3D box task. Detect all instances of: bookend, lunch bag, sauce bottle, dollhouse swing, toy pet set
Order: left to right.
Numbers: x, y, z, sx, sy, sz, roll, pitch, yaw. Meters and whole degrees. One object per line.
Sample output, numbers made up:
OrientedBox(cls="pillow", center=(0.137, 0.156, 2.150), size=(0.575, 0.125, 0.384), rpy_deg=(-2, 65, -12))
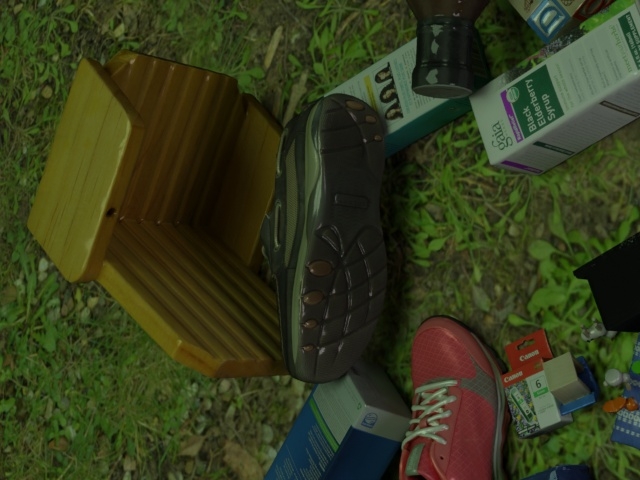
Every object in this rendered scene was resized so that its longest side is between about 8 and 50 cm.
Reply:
OrientedBox(cls="dollhouse swing", center=(-0.125, -0.032, 1.817), size=(0.305, 0.347, 0.315), rpy_deg=(26, 101, 33))
OrientedBox(cls="sauce bottle", center=(0.148, -0.336, 1.639), size=(0.111, 0.111, 0.344), rpy_deg=(-4, 80, 43))
OrientedBox(cls="lunch bag", center=(0.254, 0.290, 1.589), size=(0.098, 0.067, 0.065), rpy_deg=(-29, 64, 38))
OrientedBox(cls="toy pet set", center=(0.307, 0.151, 1.570), size=(0.114, 0.065, 0.122), rpy_deg=(-26, 48, 21))
OrientedBox(cls="bookend", center=(0.362, 0.068, 1.481), size=(0.156, 0.072, 0.157), rpy_deg=(-36, 60, 38))

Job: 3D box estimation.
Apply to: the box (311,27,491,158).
OrientedBox(cls="box", center=(0.098, -0.175, 1.816), size=(0.244, 0.060, 0.100), rpy_deg=(-28, 65, 37))

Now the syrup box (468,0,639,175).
OrientedBox(cls="syrup box", center=(0.290, -0.169, 1.612), size=(0.237, 0.096, 0.093), rpy_deg=(-31, 64, 35))

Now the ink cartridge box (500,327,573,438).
OrientedBox(cls="ink cartridge box", center=(0.241, 0.163, 1.648), size=(0.063, 0.029, 0.115), rpy_deg=(-30, 64, 36))

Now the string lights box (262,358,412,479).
OrientedBox(cls="string lights box", center=(0.006, 0.283, 1.790), size=(0.259, 0.077, 0.133), rpy_deg=(-62, 27, 17))

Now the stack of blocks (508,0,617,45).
OrientedBox(cls="stack of blocks", center=(0.260, -0.374, 1.678), size=(0.171, 0.087, 0.297), rpy_deg=(-51, 53, 25))

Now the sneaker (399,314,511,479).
OrientedBox(cls="sneaker", center=(0.147, 0.232, 1.652), size=(0.116, 0.136, 0.313), rpy_deg=(-22, 68, 38))

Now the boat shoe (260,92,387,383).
OrientedBox(cls="boat shoe", center=(0.000, 0.000, 1.781), size=(0.130, 0.132, 0.355), rpy_deg=(-6, 74, 55))

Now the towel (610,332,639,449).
OrientedBox(cls="towel", center=(0.434, 0.081, 1.475), size=(0.243, 0.040, 0.336), rpy_deg=(17, 95, 44))
